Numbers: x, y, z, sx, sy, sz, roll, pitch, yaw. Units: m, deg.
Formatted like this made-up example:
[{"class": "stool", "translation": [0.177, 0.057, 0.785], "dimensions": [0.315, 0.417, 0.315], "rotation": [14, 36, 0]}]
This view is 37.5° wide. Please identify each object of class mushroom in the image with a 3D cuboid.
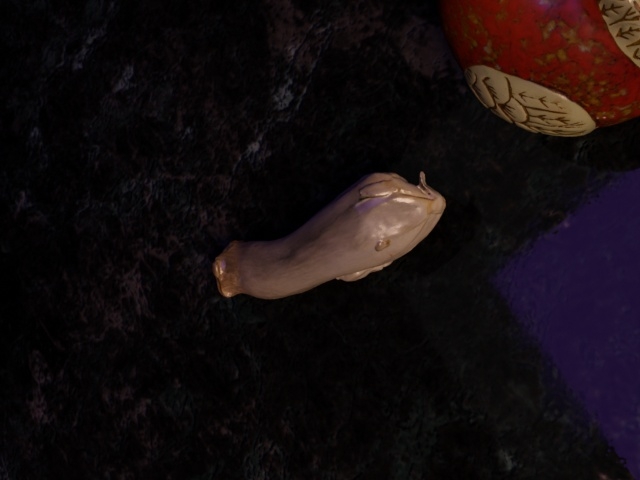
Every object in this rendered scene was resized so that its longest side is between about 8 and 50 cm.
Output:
[{"class": "mushroom", "translation": [0.001, 0.002, 0.964], "dimensions": [0.278, 0.099, 0.096], "rotation": [-26, 64, 30]}]

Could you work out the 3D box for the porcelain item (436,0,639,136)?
[{"class": "porcelain item", "translation": [0.204, -0.215, 0.790], "dimensions": [0.253, 0.253, 0.253], "rotation": [-5, 80, 31]}]
